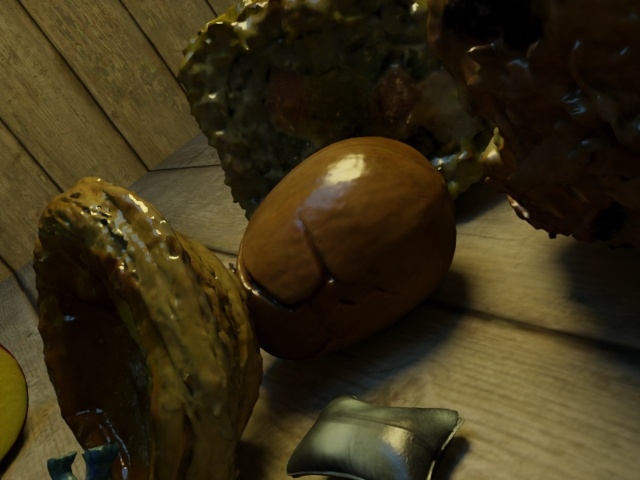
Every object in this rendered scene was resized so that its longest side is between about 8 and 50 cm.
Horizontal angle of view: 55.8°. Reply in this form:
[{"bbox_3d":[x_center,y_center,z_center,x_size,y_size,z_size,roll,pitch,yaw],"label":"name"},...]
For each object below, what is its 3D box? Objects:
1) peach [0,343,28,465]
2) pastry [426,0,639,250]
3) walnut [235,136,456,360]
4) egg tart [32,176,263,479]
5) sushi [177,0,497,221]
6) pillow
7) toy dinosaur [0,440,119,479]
[{"bbox_3d":[-0.582,0.286,0.897,0.274,0.249,0.245,-94,27,-50],"label":"peach"},{"bbox_3d":[0.263,-0.135,0.419,0.337,0.405,0.292,-2,69,26],"label":"pastry"},{"bbox_3d":[0.011,0.023,0.654,0.298,0.203,0.203,-46,19,16],"label":"walnut"},{"bbox_3d":[-0.166,0.106,0.599,0.150,0.351,0.352,-14,4,-43],"label":"egg tart"},{"bbox_3d":[0.047,-0.180,0.821,0.397,0.351,0.240,-14,19,14],"label":"sushi"},{"bbox_3d":[0.041,0.164,0.491,0.136,0.055,0.091,-7,3,43],"label":"pillow"},{"bbox_3d":[-0.204,0.228,0.485,0.329,0.144,0.076,-5,-6,14],"label":"toy dinosaur"}]
